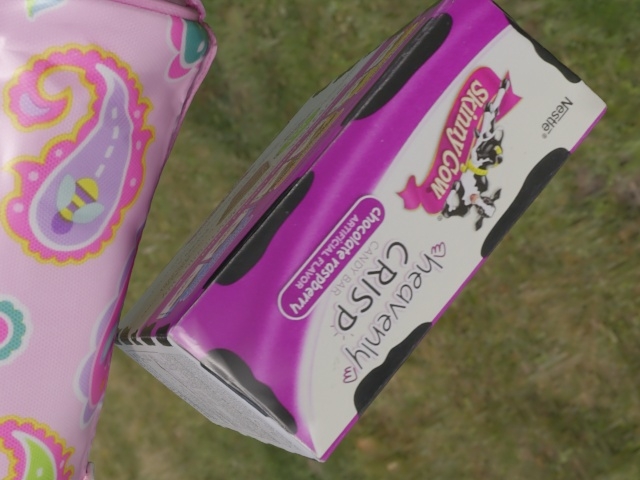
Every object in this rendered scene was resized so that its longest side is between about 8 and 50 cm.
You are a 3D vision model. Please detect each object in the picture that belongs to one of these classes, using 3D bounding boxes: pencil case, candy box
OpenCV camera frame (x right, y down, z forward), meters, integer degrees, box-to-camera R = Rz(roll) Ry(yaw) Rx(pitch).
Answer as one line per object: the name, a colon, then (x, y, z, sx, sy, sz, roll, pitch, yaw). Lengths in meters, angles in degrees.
pencil case: (-0.126, 0.025, 0.554, 0.124, 0.124, 0.284, 34, 114, 52)
candy box: (0.000, 0.000, 0.579, 0.071, 0.159, 0.233, 41, 169, -8)
